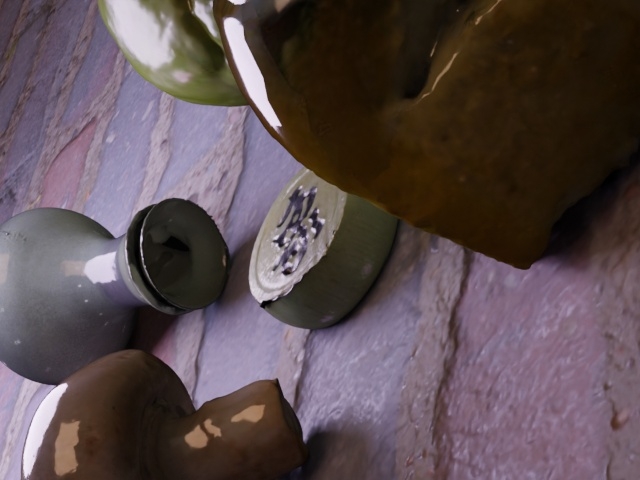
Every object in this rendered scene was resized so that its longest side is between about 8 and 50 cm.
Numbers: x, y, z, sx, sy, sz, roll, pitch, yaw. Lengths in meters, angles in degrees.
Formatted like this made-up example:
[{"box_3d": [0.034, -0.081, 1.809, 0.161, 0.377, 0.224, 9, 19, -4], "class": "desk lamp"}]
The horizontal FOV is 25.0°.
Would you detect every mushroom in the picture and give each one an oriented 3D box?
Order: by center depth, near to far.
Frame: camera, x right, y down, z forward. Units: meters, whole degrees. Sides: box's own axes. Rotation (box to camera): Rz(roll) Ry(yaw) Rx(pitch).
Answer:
[{"box_3d": [-0.120, 0.180, 1.080, 0.206, 0.209, 0.206, 178, 90, -74], "class": "mushroom"}]

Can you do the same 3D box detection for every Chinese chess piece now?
[{"box_3d": [0.000, 0.000, 1.149, 0.144, 0.058, 0.144, -42, 31, 34], "class": "Chinese chess piece"}]

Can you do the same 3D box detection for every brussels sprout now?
[{"box_3d": [-0.081, -0.261, 1.357, 0.274, 0.242, 0.316, -52, 35, 24], "class": "brussels sprout"}]

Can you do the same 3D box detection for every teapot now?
[{"box_3d": [-0.211, 0.040, 1.391, 0.251, 0.183, 0.183, -16, 49, 41], "class": "teapot"}]

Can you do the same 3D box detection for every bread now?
[{"box_3d": [0.063, -0.187, 0.998, 0.239, 0.264, 0.395, -56, 26, 19], "class": "bread"}]
